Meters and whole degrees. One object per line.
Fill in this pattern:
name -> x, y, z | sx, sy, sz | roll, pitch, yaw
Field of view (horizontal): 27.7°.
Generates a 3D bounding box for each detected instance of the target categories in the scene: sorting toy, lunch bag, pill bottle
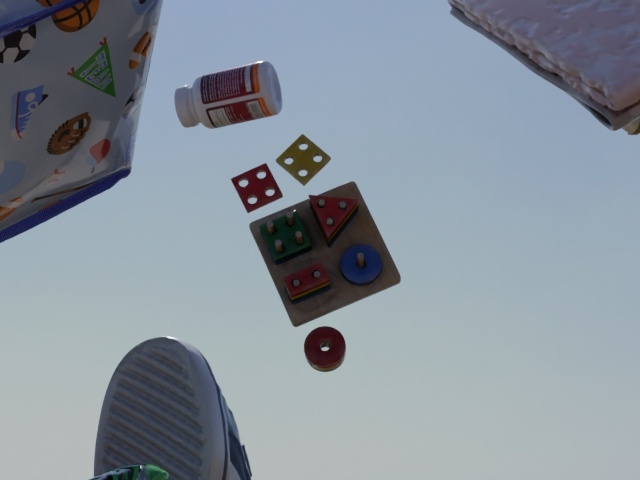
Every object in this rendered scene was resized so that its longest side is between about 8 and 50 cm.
sorting toy -> 0.000, 0.000, 1.441 | 0.132, 0.274, 0.046 | -22, -22, -6
lunch bag -> -0.364, -0.143, 1.193 | 0.385, 0.239, 0.328 | -35, -23, -33
pill bottle -> -0.141, -0.218, 1.978 | 0.152, 0.086, 0.086 | -10, -14, 14

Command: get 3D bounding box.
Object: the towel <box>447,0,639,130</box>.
towel -> 0.334, -0.250, 1.316 | 0.317, 0.053, 0.332 | -26, 38, -11

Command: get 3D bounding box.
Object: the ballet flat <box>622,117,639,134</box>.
ballet flat -> 0.394, -0.167, 1.572 | 0.074, 0.074, 0.203 | 7, -12, -24

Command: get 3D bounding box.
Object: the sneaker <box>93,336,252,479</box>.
sneaker -> -0.107, 0.246, 1.099 | 0.126, 0.321, 0.127 | -12, -16, 25

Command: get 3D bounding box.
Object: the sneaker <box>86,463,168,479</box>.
sneaker -> -0.059, 0.235, 0.761 | 0.146, 0.134, 0.343 | -32, 46, -28
